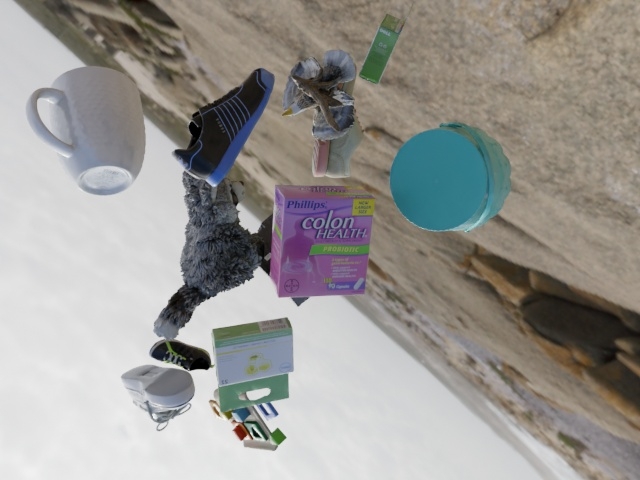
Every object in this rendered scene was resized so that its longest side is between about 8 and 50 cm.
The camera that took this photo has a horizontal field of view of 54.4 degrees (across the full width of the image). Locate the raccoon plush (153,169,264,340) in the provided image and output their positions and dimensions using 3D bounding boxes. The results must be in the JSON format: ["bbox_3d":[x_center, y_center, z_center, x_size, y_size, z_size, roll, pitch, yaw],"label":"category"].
[{"bbox_3d":[-0.335,0.026,1.665,0.216,0.447,0.299,9,147,36],"label":"raccoon plush"}]

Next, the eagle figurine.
[{"bbox_3d":[-0.014,-0.406,1.768,0.225,0.227,0.298,1,-175,3],"label":"eagle figurine"}]

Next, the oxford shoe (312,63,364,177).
[{"bbox_3d":[0.074,-0.386,2.001,0.146,0.397,0.141,6,-148,-11],"label":"oxford shoe"}]

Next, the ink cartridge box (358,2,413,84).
[{"bbox_3d":[0.177,-0.542,1.685,0.062,0.209,0.109,24,-141,-1],"label":"ink cartridge box"}]

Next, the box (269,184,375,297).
[{"bbox_3d":[0.000,0.000,1.462,0.213,0.243,0.117,0,-161,-15],"label":"box"}]

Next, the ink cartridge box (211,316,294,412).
[{"bbox_3d":[-0.145,0.288,1.371,0.056,0.171,0.235,-124,30,-60],"label":"ink cartridge box"}]

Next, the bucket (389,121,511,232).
[{"bbox_3d":[0.314,-0.151,1.519,0.281,0.281,0.183,44,-154,16],"label":"bucket"}]

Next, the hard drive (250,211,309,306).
[{"bbox_3d":[-0.077,0.026,1.876,0.339,0.237,0.064,38,167,47],"label":"hard drive"}]

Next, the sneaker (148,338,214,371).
[{"bbox_3d":[-0.480,0.408,2.187,0.234,0.084,0.097,14,-166,-30],"label":"sneaker"}]

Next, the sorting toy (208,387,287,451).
[{"bbox_3d":[-0.221,0.505,1.738,0.347,0.047,0.196,-18,102,51],"label":"sorting toy"}]

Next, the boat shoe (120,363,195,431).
[{"bbox_3d":[-0.443,0.451,1.735,0.367,0.135,0.157,-5,104,50],"label":"boat shoe"}]

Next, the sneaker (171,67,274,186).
[{"bbox_3d":[-0.156,-0.204,1.018,0.090,0.232,0.081,33,156,-22],"label":"sneaker"}]

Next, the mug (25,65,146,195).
[{"bbox_3d":[-0.704,-0.327,1.872,0.374,0.276,0.328,21,-134,-52],"label":"mug"}]
